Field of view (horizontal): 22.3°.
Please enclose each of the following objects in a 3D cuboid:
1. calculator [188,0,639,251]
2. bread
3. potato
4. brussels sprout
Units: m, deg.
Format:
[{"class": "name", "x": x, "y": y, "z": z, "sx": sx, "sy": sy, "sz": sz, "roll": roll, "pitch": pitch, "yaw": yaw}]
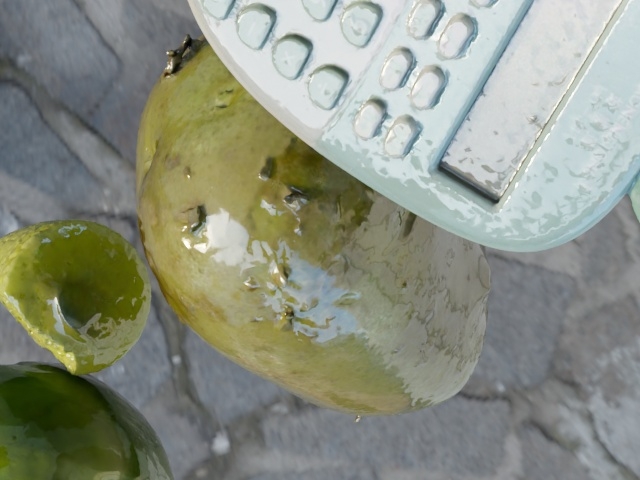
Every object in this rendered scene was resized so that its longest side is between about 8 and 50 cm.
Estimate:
[{"class": "calculator", "x": 0.070, "y": -0.096, "z": 0.742, "sx": 0.295, "sy": 0.042, "sz": 0.184, "roll": 31, "pitch": 120, "yaw": 4}, {"class": "bread", "x": -0.209, "y": 0.038, "z": 1.340, "sx": 0.111, "sy": 0.114, "sz": 0.129, "roll": -42, "pitch": 115, "yaw": -21}, {"class": "potato", "x": 0.001, "y": -0.012, "z": 1.196, "sx": 0.219, "sy": 0.269, "sz": 0.359, "roll": -18, "pitch": 147, "yaw": 17}, {"class": "brussels sprout", "x": -0.286, "y": 0.274, "z": 1.355, "sx": 0.276, "sy": 0.315, "sz": 0.371, "roll": 33, "pitch": 83, "yaw": -45}]
